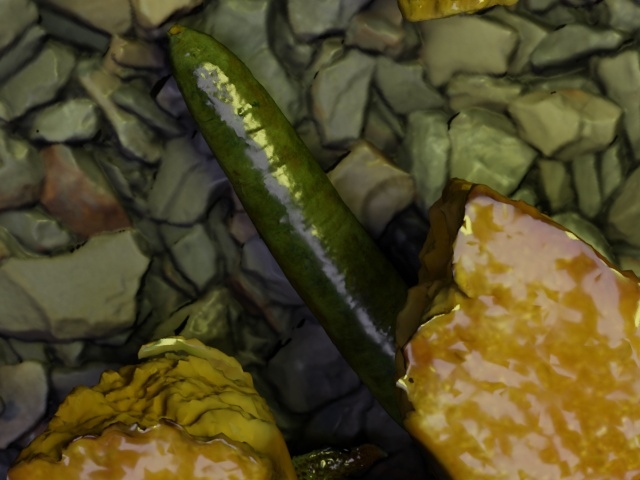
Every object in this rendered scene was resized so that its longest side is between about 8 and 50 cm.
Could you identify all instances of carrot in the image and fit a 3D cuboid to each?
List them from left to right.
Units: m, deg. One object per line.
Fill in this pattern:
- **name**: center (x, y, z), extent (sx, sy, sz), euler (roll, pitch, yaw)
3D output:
- **carrot**: center (0.000, 0.000, 0.988), extent (0.074, 0.074, 0.358), euler (-31, 109, 15)

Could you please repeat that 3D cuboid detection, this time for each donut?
- **donut**: center (0.050, 0.180, 0.908), extent (0.435, 0.163, 0.377), euler (-23, 96, 13)

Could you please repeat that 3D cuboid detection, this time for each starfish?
- **starfish**: center (-0.038, 0.212, 1.104), extent (0.208, 0.053, 0.176), euler (3, 125, 7)

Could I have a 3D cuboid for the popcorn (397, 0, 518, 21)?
- **popcorn**: center (0.084, -0.206, 0.858), extent (0.167, 0.152, 0.148), euler (4, 80, 25)
